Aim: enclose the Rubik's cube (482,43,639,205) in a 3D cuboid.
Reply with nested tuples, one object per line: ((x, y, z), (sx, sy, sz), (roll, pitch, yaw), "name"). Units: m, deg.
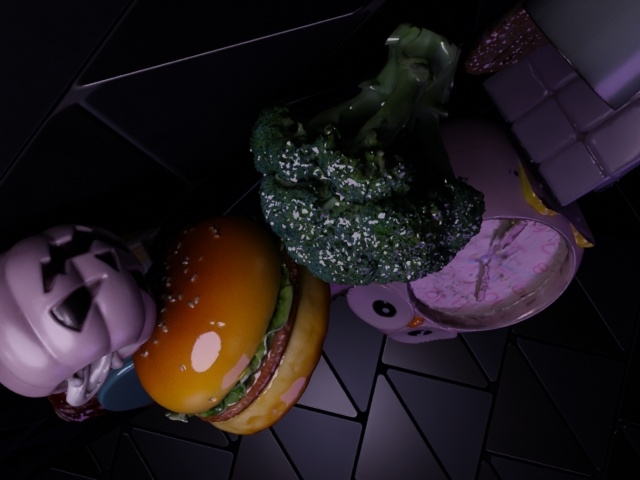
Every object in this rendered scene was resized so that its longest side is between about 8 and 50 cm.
((0.418, -0.210, 1.750), (0.221, 0.224, 0.231), (-36, 172, 35), "Rubik's cube")

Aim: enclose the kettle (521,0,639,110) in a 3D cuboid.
((0.369, -0.285, 1.332), (0.236, 0.161, 0.221), (-42, 176, 18), "kettle")

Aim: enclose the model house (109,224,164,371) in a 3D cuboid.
((-0.255, 0.099, 1.389), (0.219, 0.136, 0.207), (-29, 174, -20), "model house")

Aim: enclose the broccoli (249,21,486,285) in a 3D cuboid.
((0.052, -0.085, 1.201), (0.270, 0.270, 0.270), (-66, 168, 5), "broccoli")

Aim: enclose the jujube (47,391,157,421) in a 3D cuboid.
((-0.212, 0.128, 1.600), (0.342, 0.216, 0.216), (-26, 173, 2), "jujube")

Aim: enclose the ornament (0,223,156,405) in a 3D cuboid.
((-0.247, 0.075, 1.160), (0.177, 0.177, 0.177), (-31, 173, -4), "ornament")

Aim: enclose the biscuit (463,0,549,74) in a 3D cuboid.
((0.267, -0.270, 1.483), (0.220, 0.033, 0.220), (-30, 170, -6), "biscuit")

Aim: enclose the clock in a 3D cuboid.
((0.205, -0.010, 1.875), (0.377, 0.250, 0.368), (-36, 131, 25), "clock")

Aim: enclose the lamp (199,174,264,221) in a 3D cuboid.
((-0.099, -0.041, 1.474), (0.121, 0.054, 0.041), (-26, 175, 17), "lamp")

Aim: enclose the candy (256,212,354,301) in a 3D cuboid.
((0.000, 0.000, 1.705), (0.156, 0.115, 0.265), (13, 144, -35), "candy")

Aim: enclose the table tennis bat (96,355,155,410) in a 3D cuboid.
((-0.178, 0.161, 1.435), (0.201, 0.033, 0.124), (-4, 143, -47), "table tennis bat")

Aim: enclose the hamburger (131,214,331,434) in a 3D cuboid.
((-0.113, 0.082, 1.275), (0.170, 0.246, 0.246), (25, 136, -32), "hamburger")
